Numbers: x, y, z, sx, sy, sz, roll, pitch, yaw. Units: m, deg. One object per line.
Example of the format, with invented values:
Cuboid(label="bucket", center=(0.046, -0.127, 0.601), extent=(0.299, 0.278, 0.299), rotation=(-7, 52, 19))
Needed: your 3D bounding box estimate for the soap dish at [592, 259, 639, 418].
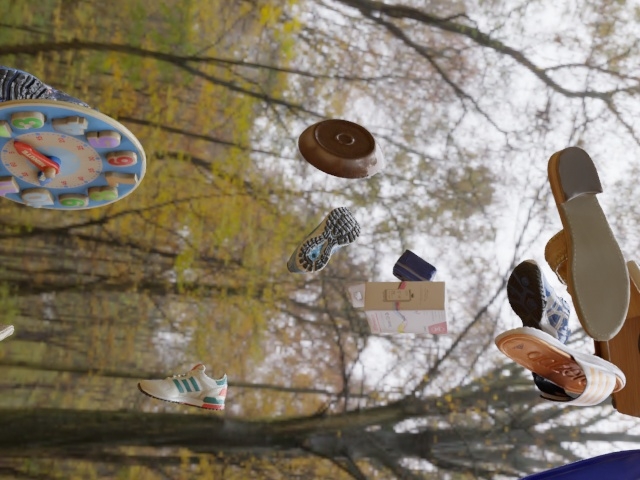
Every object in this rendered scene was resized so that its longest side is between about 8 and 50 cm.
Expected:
Cuboid(label="soap dish", center=(0.642, 0.205, 1.774), extent=(0.229, 0.118, 0.291), rotation=(-88, 163, -59))

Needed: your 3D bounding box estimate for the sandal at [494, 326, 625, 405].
Cuboid(label="sandal", center=(0.374, 0.217, 1.328), extent=(0.102, 0.265, 0.076), rotation=(-36, -141, 42))

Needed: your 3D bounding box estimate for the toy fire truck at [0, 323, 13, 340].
Cuboid(label="toy fire truck", center=(-0.567, 0.115, 1.138), extent=(0.217, 0.246, 0.159), rotation=(24, -108, 30))

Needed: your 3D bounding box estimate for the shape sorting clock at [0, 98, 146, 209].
Cuboid(label="shape sorting clock", center=(-0.302, -0.089, 0.950), extent=(0.206, 0.206, 0.040), rotation=(130, -34, -54))

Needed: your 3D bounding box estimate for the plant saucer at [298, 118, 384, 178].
Cuboid(label="plant saucer", center=(0.050, -0.213, 1.869), extent=(0.036, 0.198, 0.199), rotation=(105, -21, -43))

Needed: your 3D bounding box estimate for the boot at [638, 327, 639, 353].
Cuboid(label="boot", center=(0.638, 0.153, 1.499), extent=(0.176, 0.088, 0.244), rotation=(-116, -158, -53))

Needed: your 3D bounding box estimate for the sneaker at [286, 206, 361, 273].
Cuboid(label="sneaker", center=(0.000, 0.000, 1.370), extent=(0.073, 0.162, 0.063), rotation=(-24, -79, 51))

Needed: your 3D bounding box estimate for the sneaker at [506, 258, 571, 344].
Cuboid(label="sneaker", center=(0.394, 0.115, 1.504), extent=(0.080, 0.081, 0.211), rotation=(21, -40, 48))

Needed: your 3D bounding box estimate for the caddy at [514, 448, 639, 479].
Cuboid(label="caddy", center=(0.386, 0.412, 1.113), extent=(0.241, 0.341, 0.179), rotation=(-166, -117, -82))

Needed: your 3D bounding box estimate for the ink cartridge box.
Cuboid(label="ink cartridge box", center=(0.152, 0.134, 1.673), extent=(0.115, 0.198, 0.067), rotation=(70, 23, -57))

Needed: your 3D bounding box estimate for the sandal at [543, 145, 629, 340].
Cuboid(label="sandal", center=(0.319, 0.007, 1.062), extent=(0.079, 0.088, 0.240), rotation=(158, -76, -68))

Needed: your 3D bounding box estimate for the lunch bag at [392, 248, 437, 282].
Cuboid(label="lunch bag", center=(0.209, 0.075, 1.866), extent=(0.065, 0.098, 0.067), rotation=(-53, 166, -11))

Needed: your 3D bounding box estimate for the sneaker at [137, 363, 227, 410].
Cuboid(label="sneaker", center=(-0.239, 0.250, 1.483), extent=(0.057, 0.161, 0.075), rotation=(163, -59, -66))

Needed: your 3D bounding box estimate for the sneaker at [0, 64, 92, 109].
Cuboid(label="sneaker", center=(-0.433, -0.204, 1.240), extent=(0.083, 0.087, 0.221), rotation=(-60, 160, 0))
